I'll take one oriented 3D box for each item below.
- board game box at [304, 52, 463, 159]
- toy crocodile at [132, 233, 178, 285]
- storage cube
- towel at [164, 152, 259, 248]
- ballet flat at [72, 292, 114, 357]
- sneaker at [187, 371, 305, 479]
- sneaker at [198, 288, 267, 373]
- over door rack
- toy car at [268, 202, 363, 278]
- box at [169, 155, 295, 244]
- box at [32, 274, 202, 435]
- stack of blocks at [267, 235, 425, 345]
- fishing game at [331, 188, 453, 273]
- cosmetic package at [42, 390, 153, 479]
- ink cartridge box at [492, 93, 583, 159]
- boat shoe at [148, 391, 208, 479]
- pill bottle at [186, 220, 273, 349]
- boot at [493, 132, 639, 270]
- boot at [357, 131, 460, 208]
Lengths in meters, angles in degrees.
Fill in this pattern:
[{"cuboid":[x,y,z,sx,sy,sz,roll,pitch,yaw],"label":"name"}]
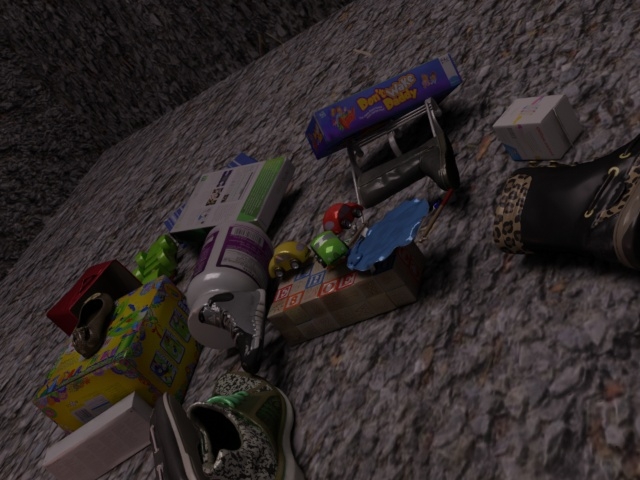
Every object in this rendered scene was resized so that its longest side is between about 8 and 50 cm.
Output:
[{"cuboid":[0.144,-0.317,1.918,0.347,0.078,0.233,-25,-1,-8],"label":"board game box"},{"cuboid":[-0.456,0.072,2.273,0.115,0.105,0.340,-37,20,5],"label":"toy crocodile"},{"cuboid":[-0.565,0.182,2.090,0.193,0.215,0.183,-14,35,53],"label":"storage cube"},{"cuboid":[-0.304,-0.122,2.344,0.336,0.040,0.243,-43,27,-6],"label":"towel"},{"cuboid":[-0.517,0.175,1.790,0.084,0.058,0.250,-34,24,9],"label":"ballet flat"},{"cuboid":[-0.142,0.304,1.329,0.158,0.182,0.410,-38,23,0],"label":"sneaker"},{"cuboid":[-0.173,0.172,1.541,0.132,0.086,0.228,5,29,-3],"label":"sneaker"},{"cuboid":[0.179,-0.145,1.772,0.239,0.108,0.324,-27,42,25],"label":"over door rack"},{"cuboid":[0.000,0.000,1.562,0.239,0.053,0.225,-37,14,-5],"label":"toy car"},{"cuboid":[-0.239,-0.106,2.165,0.322,0.058,0.232,-8,46,38],"label":"box"},{"cuboid":[-0.440,0.271,1.800,0.290,0.177,0.279,-26,27,26],"label":"box"},{"cuboid":[0.053,0.078,1.560,0.297,0.087,0.171,-23,29,31],"label":"stack of blocks"},{"cuboid":[0.128,-0.005,1.449,0.264,0.041,0.189,-22,26,50],"label":"fishing game"},{"cuboid":[-0.449,0.418,1.656,0.239,0.099,0.060,-33,25,10],"label":"cosmetic package"},{"cuboid":[0.429,-0.218,1.548,0.090,0.092,0.143,-48,27,-21],"label":"ink cartridge box"},{"cuboid":[-0.274,0.389,1.450,0.095,0.112,0.335,-36,28,-5],"label":"boat shoe"},{"cuboid":[-0.204,0.099,1.781,0.169,0.169,0.301,-28,26,22],"label":"pill bottle"},{"cuboid":[0.462,-0.109,1.275,0.284,0.138,0.377,-1,50,53],"label":"boot"},{"cuboid":[0.172,-0.122,1.611,0.208,0.076,0.189,-23,29,18],"label":"boot"}]
